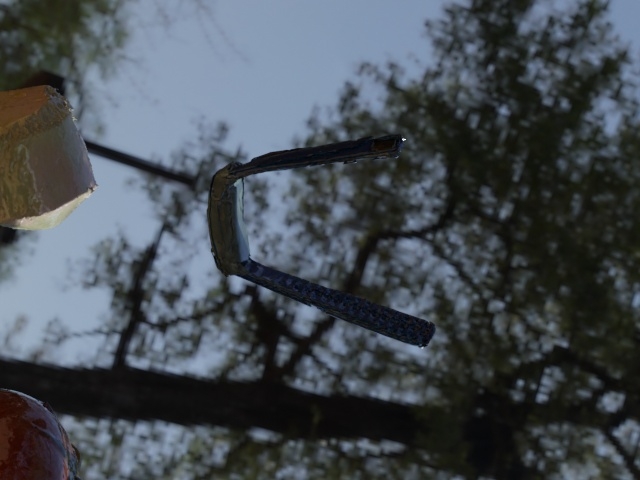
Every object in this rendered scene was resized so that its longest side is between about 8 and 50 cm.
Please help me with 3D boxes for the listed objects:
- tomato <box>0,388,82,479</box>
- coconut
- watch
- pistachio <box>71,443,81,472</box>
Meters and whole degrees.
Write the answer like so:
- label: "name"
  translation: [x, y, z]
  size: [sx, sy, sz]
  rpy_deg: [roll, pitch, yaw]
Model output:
- label: "tomato"
  translation: [-0.409, 0.316, 1.745]
  size: [0.265, 0.264, 0.265]
  rpy_deg: [-47, -147, 46]
- label: "coconut"
  translation: [-0.255, -0.065, 1.260]
  size: [0.116, 0.116, 0.122]
  rpy_deg: [-119, -169, -60]
- label: "watch"
  translation: [-0.004, 0.012, 1.868]
  size: [0.068, 0.274, 0.276]
  rpy_deg: [-53, 136, -70]
- label: "pistachio"
  translation: [-0.461, 0.359, 2.307]
  size: [0.215, 0.144, 0.144]
  rpy_deg: [-12, -118, 59]
